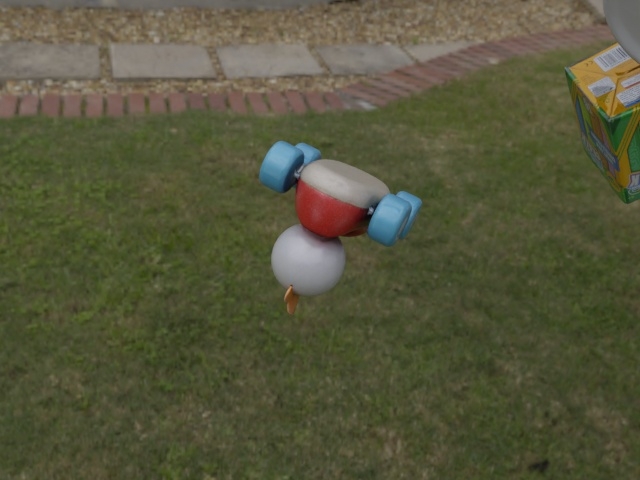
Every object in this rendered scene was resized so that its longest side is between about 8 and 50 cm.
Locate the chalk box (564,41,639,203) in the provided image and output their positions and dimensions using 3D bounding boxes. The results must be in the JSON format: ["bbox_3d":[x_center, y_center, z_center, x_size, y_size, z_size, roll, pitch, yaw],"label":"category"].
[{"bbox_3d":[0.583,-0.201,1.469,0.180,0.289,0.179,-26,44,8],"label":"chalk box"}]

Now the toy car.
[{"bbox_3d":[0.000,0.000,1.241,0.219,0.237,0.210,27,12,10],"label":"toy car"}]

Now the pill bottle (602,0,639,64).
[{"bbox_3d":[0.633,-0.428,1.242,0.363,0.210,0.210,-37,45,-10],"label":"pill bottle"}]
